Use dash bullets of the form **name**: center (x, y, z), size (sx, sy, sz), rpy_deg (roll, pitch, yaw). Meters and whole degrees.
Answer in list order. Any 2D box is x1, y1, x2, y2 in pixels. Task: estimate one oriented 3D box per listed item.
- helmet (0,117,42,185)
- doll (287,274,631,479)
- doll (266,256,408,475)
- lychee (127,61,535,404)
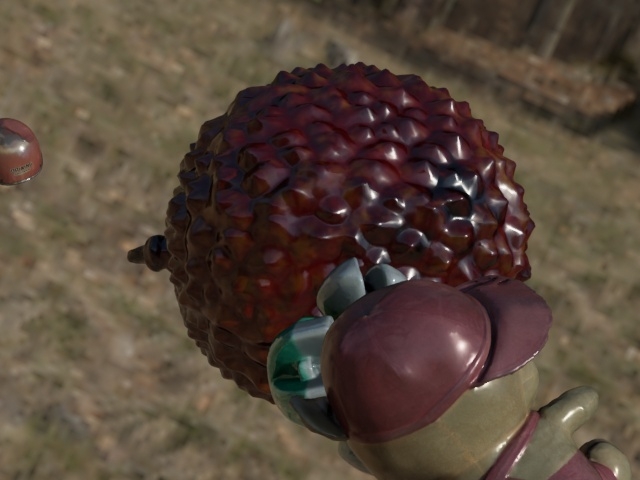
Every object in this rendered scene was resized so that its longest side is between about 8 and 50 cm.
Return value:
- **helmet**: center (-0.312, -0.098, 1.885), size (0.084, 0.065, 0.049), rpy_deg (43, -32, 33)
- **doll**: center (0.111, 0.138, 1.451), size (0.256, 0.196, 0.152), rpy_deg (53, -20, -11)
- **doll**: center (0.026, 0.108, 1.802), size (0.153, 0.195, 0.258), rpy_deg (-17, 16, 3)
- **lychee**: center (0.000, 0.000, 2.242), size (0.500, 0.424, 0.424), rpy_deg (-8, -14, 14)
